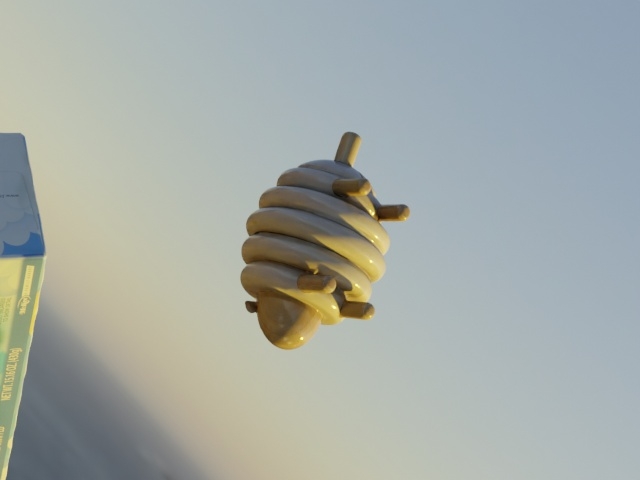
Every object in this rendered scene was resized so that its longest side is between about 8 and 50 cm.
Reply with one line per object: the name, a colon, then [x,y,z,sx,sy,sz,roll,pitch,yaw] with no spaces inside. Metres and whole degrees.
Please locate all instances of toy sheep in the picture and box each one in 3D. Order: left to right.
toy sheep: [0.000,0.000,1.011,0.091,0.132,0.091,22,-18,7]

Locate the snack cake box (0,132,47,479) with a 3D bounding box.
snack cake box: [-0.246,0.057,1.005,0.264,0.152,0.089,110,-30,-50]
